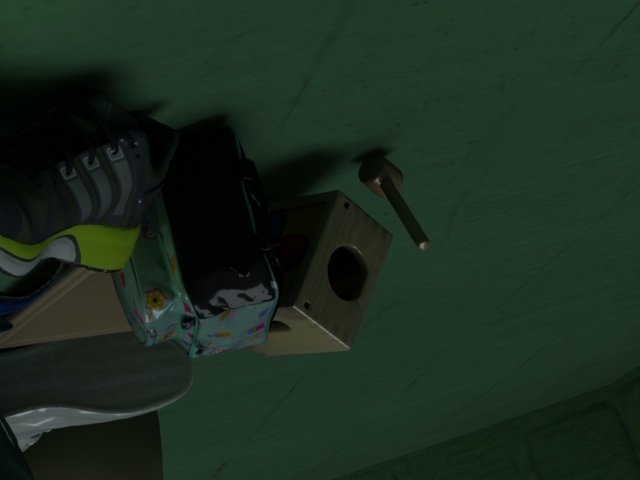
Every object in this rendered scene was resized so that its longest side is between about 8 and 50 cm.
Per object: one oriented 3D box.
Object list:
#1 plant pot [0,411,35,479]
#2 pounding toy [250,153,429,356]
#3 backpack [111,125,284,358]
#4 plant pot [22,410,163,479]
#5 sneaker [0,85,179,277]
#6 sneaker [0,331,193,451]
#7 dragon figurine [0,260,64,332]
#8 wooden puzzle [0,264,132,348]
[{"bbox_3d":[-0.460,0.272,1.344,0.334,0.341,0.341,-30,164,0],"label":"plant pot"},{"bbox_3d":[0.008,-0.006,1.348,0.181,0.206,0.094,-9,141,47],"label":"pounding toy"},{"bbox_3d":[-0.106,0.016,1.217,0.144,0.166,0.188,-19,160,-4],"label":"backpack"},{"bbox_3d":[-0.349,0.307,1.772,0.274,0.256,0.256,1,157,-16],"label":"plant pot"},{"bbox_3d":[-0.191,-0.052,0.996,0.121,0.111,0.300,-57,169,9],"label":"sneaker"},{"bbox_3d":[-0.299,0.173,1.605,0.292,0.108,0.169,-5,160,-20],"label":"sneaker"},{"bbox_3d":[-0.311,0.052,1.180,0.289,0.085,0.144,-13,168,-33],"label":"dragon figurine"},{"bbox_3d":[-0.205,0.048,1.426,0.239,0.044,0.221,-29,164,39],"label":"wooden puzzle"}]
